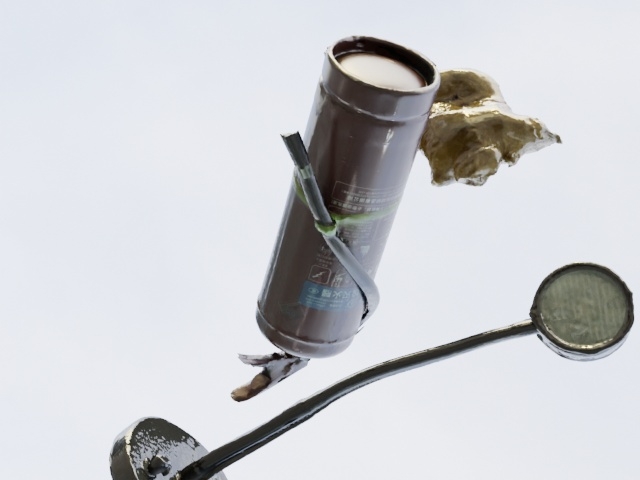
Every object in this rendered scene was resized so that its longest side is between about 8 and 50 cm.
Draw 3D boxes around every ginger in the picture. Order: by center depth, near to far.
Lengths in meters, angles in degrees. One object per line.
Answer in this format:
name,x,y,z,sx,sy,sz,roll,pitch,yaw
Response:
ginger,0.098,-0.085,1.139,0.214,0.059,0.133,-28,-125,-4

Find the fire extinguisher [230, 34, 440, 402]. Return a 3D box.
fire extinguisher,0.000,0.000,1.064,0.105,0.141,0.341,51,-44,42

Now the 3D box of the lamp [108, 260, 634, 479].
lamp,0.039,0.111,0.886,0.371,0.108,0.130,-28,-120,2
